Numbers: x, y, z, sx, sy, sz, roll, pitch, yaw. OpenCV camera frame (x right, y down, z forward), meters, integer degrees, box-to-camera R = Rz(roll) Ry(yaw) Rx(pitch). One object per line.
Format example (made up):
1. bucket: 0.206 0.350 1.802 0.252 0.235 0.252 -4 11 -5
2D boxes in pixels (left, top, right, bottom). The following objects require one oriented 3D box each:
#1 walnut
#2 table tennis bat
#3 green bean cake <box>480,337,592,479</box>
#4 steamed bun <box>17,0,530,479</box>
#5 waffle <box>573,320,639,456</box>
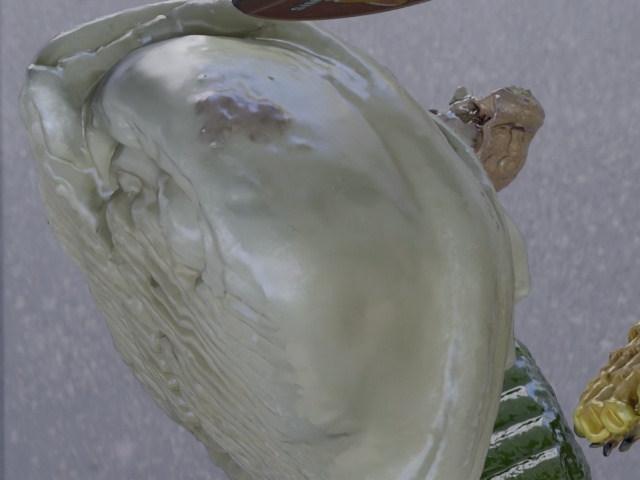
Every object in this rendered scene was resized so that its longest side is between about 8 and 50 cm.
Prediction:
1. walnut: 0.161 -0.109 2.056 0.238 0.204 0.141 -3 78 15
2. table tennis bat: -0.011 -0.155 0.664 0.170 0.107 0.119 -5 83 -43
3. green bean cake: 0.209 0.256 1.774 0.156 0.250 0.247 -26 43 4
4. steamed bun: -0.006 -0.003 0.944 0.219 0.324 0.309 -36 35 -20
5. waffle: 0.373 0.090 1.596 0.329 0.329 0.062 -39 90 -22
